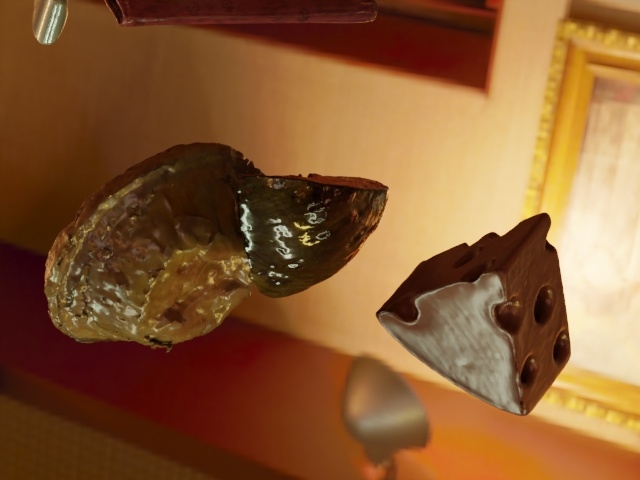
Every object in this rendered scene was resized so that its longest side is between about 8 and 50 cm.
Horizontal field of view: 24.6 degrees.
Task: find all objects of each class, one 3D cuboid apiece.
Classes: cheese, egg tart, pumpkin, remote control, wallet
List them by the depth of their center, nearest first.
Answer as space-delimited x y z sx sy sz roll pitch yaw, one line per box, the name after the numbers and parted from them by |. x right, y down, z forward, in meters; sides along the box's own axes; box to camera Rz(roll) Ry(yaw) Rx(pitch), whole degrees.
-0.073 -0.213 1.166 0.232 0.025 0.119 -6 -128 -32 | wallet
-0.249 -0.258 1.365 0.029 0.061 0.162 10 -129 -20 | remote control
0.156 0.069 1.575 0.177 0.203 0.128 10 -139 33 | cheese
0.000 0.000 1.875 0.148 0.169 0.312 8 -176 23 | pumpkin
-0.192 0.030 1.922 0.352 0.352 0.150 -12 -132 -44 | egg tart
